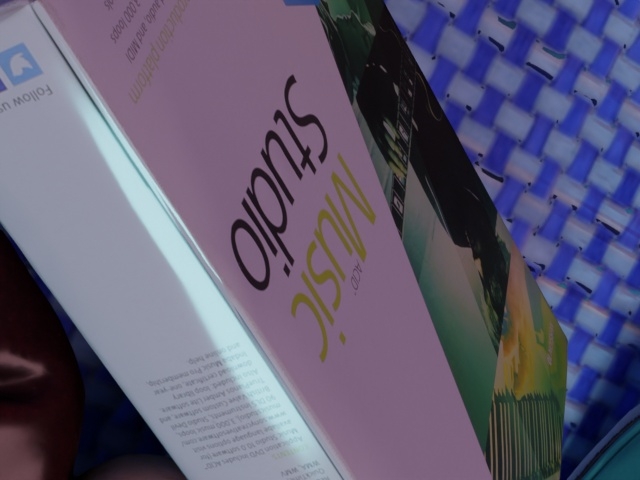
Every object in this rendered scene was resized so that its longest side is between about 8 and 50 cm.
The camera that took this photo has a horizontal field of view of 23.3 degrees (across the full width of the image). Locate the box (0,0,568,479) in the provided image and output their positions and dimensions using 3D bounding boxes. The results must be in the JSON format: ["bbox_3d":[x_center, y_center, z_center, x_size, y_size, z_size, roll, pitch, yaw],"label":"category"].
[{"bbox_3d":[0.000,0.000,0.560,0.058,0.232,0.322,-17,121,23],"label":"box"}]

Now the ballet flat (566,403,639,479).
[{"bbox_3d":[0.144,0.230,0.759,0.139,0.139,0.400,29,93,-31],"label":"ballet flat"}]

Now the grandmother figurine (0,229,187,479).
[{"bbox_3d":[-0.160,0.073,0.517,0.342,0.104,0.208,23,92,-18],"label":"grandmother figurine"}]
